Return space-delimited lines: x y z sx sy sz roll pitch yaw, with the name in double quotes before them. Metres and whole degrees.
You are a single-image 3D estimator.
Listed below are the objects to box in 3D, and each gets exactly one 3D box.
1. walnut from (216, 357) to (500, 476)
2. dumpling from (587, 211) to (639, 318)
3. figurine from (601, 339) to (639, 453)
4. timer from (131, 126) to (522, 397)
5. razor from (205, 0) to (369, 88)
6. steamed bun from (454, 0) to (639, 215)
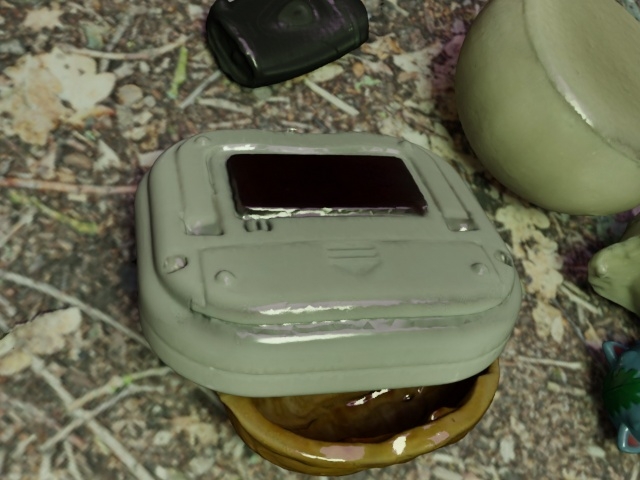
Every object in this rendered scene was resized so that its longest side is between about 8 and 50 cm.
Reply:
"walnut" 0.021 0.105 0.554 0.211 0.087 0.167 -12 47 -24
"dumpling" 0.369 0.011 0.674 0.258 0.193 0.146 6 68 -25
"figurine" 0.335 0.136 0.642 0.178 0.144 0.114 19 71 -25
"timer" 0.000 0.001 0.541 0.262 0.087 0.237 -1 39 -15
"razor" -0.029 -0.193 0.689 0.148 0.054 0.090 -31 81 -28
"steamed bun" 0.219 -0.122 0.702 0.232 0.145 0.231 18 54 -27
